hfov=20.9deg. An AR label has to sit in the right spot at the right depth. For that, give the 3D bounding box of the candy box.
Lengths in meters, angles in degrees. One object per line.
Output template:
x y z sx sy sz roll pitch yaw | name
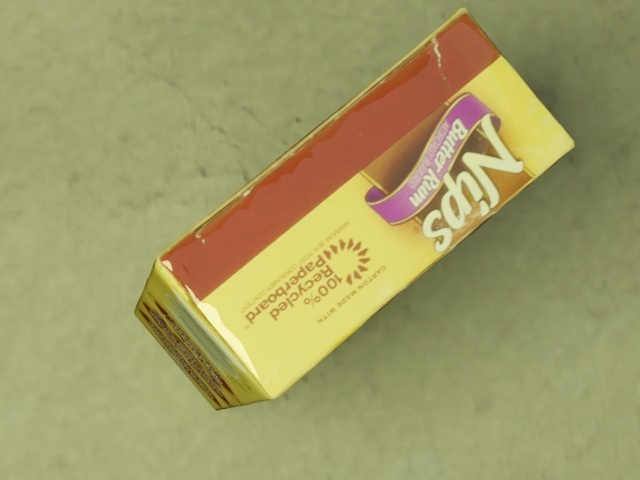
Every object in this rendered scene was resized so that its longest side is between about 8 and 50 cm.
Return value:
0.000 0.000 0.538 0.109 0.187 0.053 -39 89 -11 | candy box
